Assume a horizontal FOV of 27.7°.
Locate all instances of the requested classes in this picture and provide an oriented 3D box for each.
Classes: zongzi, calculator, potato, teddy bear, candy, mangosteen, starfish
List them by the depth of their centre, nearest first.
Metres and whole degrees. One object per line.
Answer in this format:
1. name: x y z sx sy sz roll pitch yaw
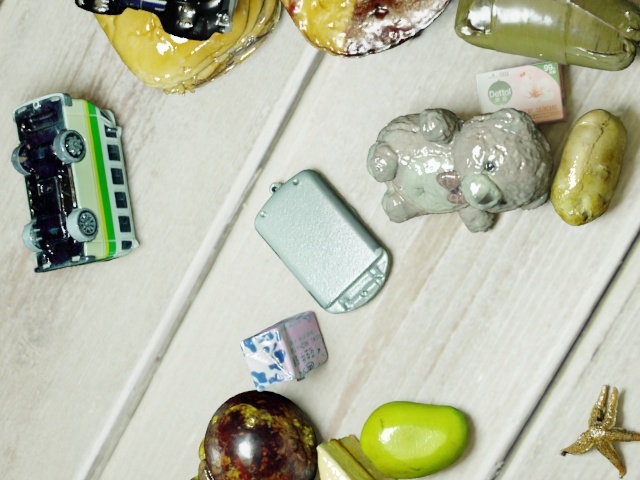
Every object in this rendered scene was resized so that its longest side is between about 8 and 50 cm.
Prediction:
1. potato: 0.386 -0.103 1.862 0.080 0.107 0.170 16 91 36
2. zongzi: 0.350 -0.405 1.864 0.274 0.145 0.300 13 88 16
3. starfish: 0.403 0.290 1.888 0.130 0.041 0.133 -30 80 19
4. teddy bear: 0.205 -0.106 1.895 0.267 0.236 0.151 9 52 33
5. candy: -0.054 0.171 1.996 0.073 0.160 0.092 -20 89 22
6. mangosteen: -0.113 0.334 2.003 0.217 0.192 0.192 -26 81 26
7. calculator: 0.000 0.000 2.035 0.141 0.045 0.246 -45 75 14

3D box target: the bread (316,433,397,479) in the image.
1. bread: 0.062 0.443 1.953 0.264 0.168 0.163 45 105 18

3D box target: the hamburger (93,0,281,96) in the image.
1. hamburger: -0.213 -0.396 2.059 0.319 0.158 0.318 0 91 18

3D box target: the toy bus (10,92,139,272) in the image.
1. toy bus: -0.398 -0.093 2.121 0.134 0.165 0.276 -11 85 34

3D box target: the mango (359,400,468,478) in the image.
1. mango: 0.139 0.302 1.958 0.163 0.089 0.117 3 78 19

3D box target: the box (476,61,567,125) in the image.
1. box: 0.299 -0.212 1.927 0.125 0.043 0.089 -8 87 20

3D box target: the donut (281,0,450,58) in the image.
1. donut: 0.079 -0.347 1.976 0.295 0.112 0.151 6 94 22

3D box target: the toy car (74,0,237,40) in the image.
1. toy car: -0.250 -0.417 1.922 0.301 0.118 0.193 18 109 20
